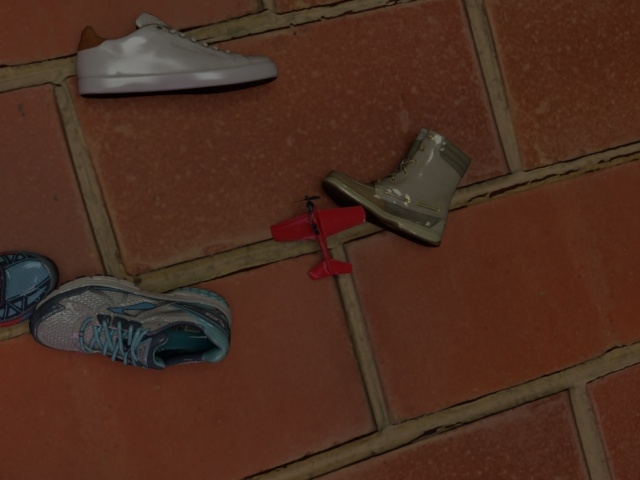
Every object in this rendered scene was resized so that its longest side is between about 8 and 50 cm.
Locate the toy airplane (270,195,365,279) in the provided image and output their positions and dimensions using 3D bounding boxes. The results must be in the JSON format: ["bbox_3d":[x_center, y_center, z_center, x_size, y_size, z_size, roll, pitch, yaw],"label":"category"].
[{"bbox_3d":[0.000,0.000,1.537,0.151,0.028,0.151,4,119,7],"label":"toy airplane"}]

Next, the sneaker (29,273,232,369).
[{"bbox_3d":[-0.257,0.121,1.419,0.283,0.122,0.110,0,117,-14],"label":"sneaker"}]

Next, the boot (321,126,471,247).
[{"bbox_3d":[0.119,-0.102,1.573,0.213,0.077,0.165,26,82,-18],"label":"boot"}]

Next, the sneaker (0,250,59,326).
[{"bbox_3d":[-0.480,0.080,1.376,0.262,0.125,0.104,-15,92,-15],"label":"sneaker"}]

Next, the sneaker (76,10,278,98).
[{"bbox_3d":[-0.203,-0.272,1.476,0.290,0.106,0.123,-3,91,-14],"label":"sneaker"}]
